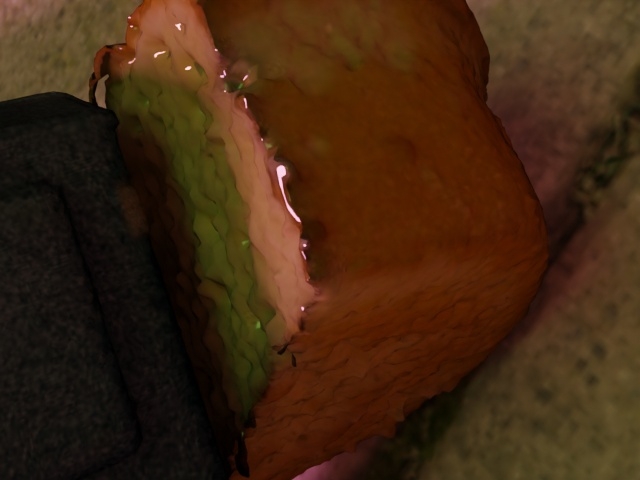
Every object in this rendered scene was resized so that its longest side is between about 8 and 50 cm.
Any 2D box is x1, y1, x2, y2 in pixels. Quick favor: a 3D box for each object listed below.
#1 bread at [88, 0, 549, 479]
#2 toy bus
[{"bbox_3d":[0.000,0.000,0.471,0.229,0.139,0.143,118,136,-57],"label":"bread"},{"bbox_3d":[-0.111,0.093,0.452,0.167,0.138,0.275,-5,104,62],"label":"toy bus"}]
